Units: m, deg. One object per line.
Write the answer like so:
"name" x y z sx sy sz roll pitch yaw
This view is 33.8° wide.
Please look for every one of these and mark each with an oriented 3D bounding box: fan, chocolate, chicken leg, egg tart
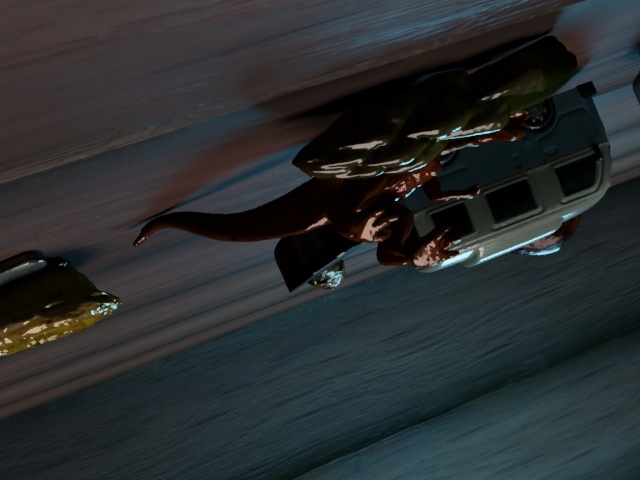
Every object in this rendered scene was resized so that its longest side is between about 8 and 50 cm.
"fan" -0.402 0.070 1.025 0.282 0.023 0.057 -23 175 -6
"chocolate" 0.000 0.000 1.537 0.125 0.080 0.148 -32 174 -41
"chicken leg" -0.002 0.059 2.111 0.085 0.069 0.198 1 173 17
"egg tart" -0.309 0.075 1.129 0.191 0.074 0.191 -22 175 -2

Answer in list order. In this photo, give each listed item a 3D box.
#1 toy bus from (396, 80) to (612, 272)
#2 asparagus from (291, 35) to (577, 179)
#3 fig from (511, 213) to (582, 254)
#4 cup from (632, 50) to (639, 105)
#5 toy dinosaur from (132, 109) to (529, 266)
"toy bus" 0.212 -0.071 1.248 0.271 0.165 0.133 -21 173 -12
"asparagus" 0.102 -0.111 0.956 0.287 0.080 0.080 -23 174 -21
"fig" 0.310 -0.064 1.627 0.190 0.191 0.290 -22 173 1
"cup" 0.497 -0.104 1.205 0.322 0.327 0.237 -18 173 -40
"toy dinosaur" 0.027 -0.041 1.027 0.432 0.097 0.208 -19 -144 -6
